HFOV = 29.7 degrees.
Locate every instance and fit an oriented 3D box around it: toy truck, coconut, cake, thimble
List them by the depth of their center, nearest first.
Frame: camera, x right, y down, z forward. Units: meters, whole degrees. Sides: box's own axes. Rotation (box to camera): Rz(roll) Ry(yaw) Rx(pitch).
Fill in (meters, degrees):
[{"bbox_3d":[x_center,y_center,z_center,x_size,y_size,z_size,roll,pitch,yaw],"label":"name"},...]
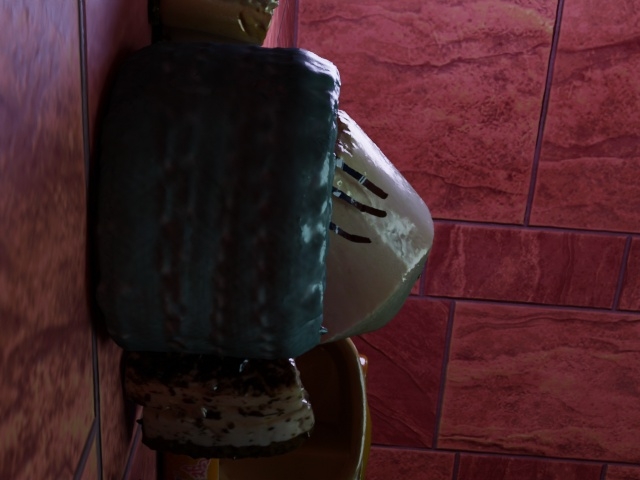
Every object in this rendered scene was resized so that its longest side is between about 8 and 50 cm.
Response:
[{"bbox_3d":[-0.060,-0.036,0.788,0.198,0.143,0.235,94,-1,-52],"label":"thimble"},{"bbox_3d":[-0.049,0.050,0.937,0.112,0.135,0.246,93,12,-49],"label":"cake"},{"bbox_3d":[-0.078,-0.145,0.946,0.225,0.090,0.109,94,-4,-53],"label":"cake"},{"bbox_3d":[0.000,0.000,1.299,0.244,0.239,0.239,52,22,-26],"label":"coconut"},{"bbox_3d":[-0.039,0.228,1.487,0.211,0.204,0.288,31,64,-86],"label":"toy truck"}]

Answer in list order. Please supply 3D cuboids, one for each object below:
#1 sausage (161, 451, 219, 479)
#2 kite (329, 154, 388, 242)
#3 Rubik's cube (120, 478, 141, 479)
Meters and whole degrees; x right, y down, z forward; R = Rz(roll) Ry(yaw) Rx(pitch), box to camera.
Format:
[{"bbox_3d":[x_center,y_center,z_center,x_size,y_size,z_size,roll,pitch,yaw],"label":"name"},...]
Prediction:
[{"bbox_3d":[-0.118,0.210,1.089,0.053,0.053,0.348,-85,178,-60],"label":"sausage"},{"bbox_3d":[-0.032,-0.069,1.139,0.016,0.229,0.127,-18,-136,56],"label":"kite"},{"bbox_3d":[-0.070,0.262,0.886,0.160,0.163,0.162,91,2,-77],"label":"Rubik's cube"}]
